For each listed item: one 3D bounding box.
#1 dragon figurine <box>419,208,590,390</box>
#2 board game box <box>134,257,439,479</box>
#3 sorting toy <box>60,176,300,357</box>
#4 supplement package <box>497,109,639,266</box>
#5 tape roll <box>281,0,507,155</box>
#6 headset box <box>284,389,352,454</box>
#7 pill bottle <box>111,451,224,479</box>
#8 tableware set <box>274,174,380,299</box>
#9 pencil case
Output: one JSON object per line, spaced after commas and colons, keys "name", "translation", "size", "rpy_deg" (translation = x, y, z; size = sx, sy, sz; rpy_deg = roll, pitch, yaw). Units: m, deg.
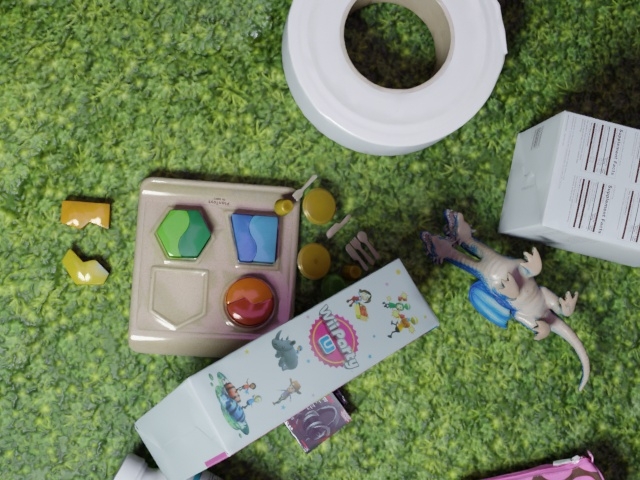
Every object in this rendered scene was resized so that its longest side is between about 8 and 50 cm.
{"name": "dragon figurine", "translation": [0.254, 0.069, 1.406], "size": [0.289, 0.144, 0.085], "rpy_deg": [44, 81, -22]}
{"name": "board game box", "translation": [-0.042, 0.154, 1.240], "size": [0.303, 0.224, 0.097], "rpy_deg": [-29, 85, -31]}
{"name": "sorting toy", "translation": [-0.183, 0.034, 1.378], "size": [0.307, 0.041, 0.229], "rpy_deg": [4, 86, -7]}
{"name": "supplement package", "translation": [0.363, -0.060, 1.371], "size": [0.203, 0.194, 0.149], "rpy_deg": [13, 86, -7]}
{"name": "tape roll", "translation": [0.094, -0.256, 1.399], "size": [0.286, 0.100, 0.286], "rpy_deg": [0, 86, -7]}
{"name": "headset box", "translation": [-0.004, 0.228, 1.394], "size": [0.083, 0.032, 0.062], "rpy_deg": [-36, 91, -6]}
{"name": "pill bottle", "translation": [-0.145, 0.365, 1.313], "size": [0.264, 0.146, 0.146], "rpy_deg": [31, 84, -4]}
{"name": "tableware set", "translation": [0.000, 0.000, 1.397], "size": [0.104, 0.024, 0.154], "rpy_deg": [-45, 105, -21]}
{"name": "pencil case", "translation": [0.266, 0.341, 1.391], "size": [0.209, 0.095, 0.098], "rpy_deg": [-12, 103, -6]}
